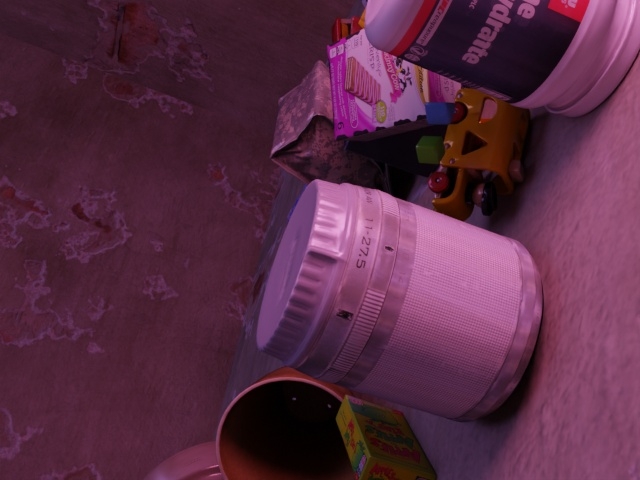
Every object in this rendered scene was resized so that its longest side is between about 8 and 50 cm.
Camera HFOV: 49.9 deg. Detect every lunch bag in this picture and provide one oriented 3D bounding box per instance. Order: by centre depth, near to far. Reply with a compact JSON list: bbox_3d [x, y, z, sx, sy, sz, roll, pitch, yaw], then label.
[{"bbox_3d":[0.054,-0.188,1.416,0.169,0.287,0.235,-38,29,29],"label":"lunch bag"}]

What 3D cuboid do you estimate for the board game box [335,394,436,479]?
[{"bbox_3d":[0.083,0.277,0.932,0.181,0.092,0.043,-124,55,-76],"label":"board game box"}]

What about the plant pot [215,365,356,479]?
[{"bbox_3d":[-0.027,0.304,1.175,0.254,0.237,0.237,-47,-22,-78],"label":"plant pot"}]

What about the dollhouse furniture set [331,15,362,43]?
[{"bbox_3d":[0.059,-0.417,1.772,0.201,0.152,0.374,145,123,-72],"label":"dollhouse furniture set"}]

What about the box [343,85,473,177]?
[{"bbox_3d":[0.178,-0.329,1.243,0.296,0.183,0.294,-85,18,-46],"label":"box"}]

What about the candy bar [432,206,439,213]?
[{"bbox_3d":[0.219,-0.092,1.084,0.161,0.018,0.040,124,165,-53],"label":"candy bar"}]

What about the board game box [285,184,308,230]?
[{"bbox_3d":[0.000,0.000,1.668,0.232,0.141,0.291,121,164,-47],"label":"board game box"}]

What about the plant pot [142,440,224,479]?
[{"bbox_3d":[-0.163,0.565,1.209,0.323,0.323,0.280,-67,28,20],"label":"plant pot"}]

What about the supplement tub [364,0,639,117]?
[{"bbox_3d":[0.204,-0.266,0.782,0.191,0.272,0.191,-161,90,-79],"label":"supplement tub"}]

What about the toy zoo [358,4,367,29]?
[{"bbox_3d":[0.193,-0.475,1.432,0.030,0.192,0.293,-40,-10,-39],"label":"toy zoo"}]

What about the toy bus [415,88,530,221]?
[{"bbox_3d":[0.214,-0.099,0.903,0.191,0.104,0.202,-41,-50,-48],"label":"toy bus"}]

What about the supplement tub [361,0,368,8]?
[{"bbox_3d":[0.199,-0.612,1.597,0.316,0.194,0.193,-150,80,-79],"label":"supplement tub"}]

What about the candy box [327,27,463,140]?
[{"bbox_3d":[0.106,-0.243,1.034,0.233,0.071,0.159,-3,92,56],"label":"candy box"}]

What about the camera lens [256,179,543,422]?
[{"bbox_3d":[0.089,0.069,0.775,0.219,0.274,0.219,-161,90,-79],"label":"camera lens"}]
